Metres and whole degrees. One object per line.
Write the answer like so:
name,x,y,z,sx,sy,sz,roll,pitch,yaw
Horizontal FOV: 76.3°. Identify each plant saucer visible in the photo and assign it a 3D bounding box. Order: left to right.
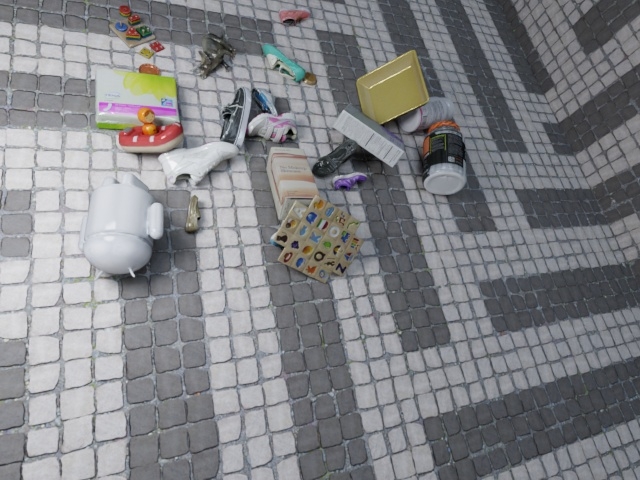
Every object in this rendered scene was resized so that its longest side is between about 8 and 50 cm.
plant saucer,-0.720,-0.709,1.713,0.084,0.013,0.083,10,63,-20
plant saucer,-0.054,-0.815,2.043,0.084,0.015,0.083,9,63,-19
plant saucer,0.366,-0.739,2.054,0.081,0.333,0.332,27,50,-54

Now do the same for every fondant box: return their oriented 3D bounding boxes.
fondant box,0.232,-0.497,1.907,0.331,0.096,0.238,34,27,-7

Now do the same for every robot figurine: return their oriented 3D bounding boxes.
robot figurine,-0.646,-0.042,1.324,0.301,0.199,0.352,-10,66,13

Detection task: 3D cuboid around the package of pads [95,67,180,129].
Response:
package of pads,-0.711,-0.546,1.589,0.297,0.101,0.228,-2,68,-24

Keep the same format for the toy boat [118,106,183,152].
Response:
toy boat,-0.623,-0.411,1.491,0.232,0.151,0.150,0,34,2

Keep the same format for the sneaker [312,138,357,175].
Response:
sneaker,0.062,-0.363,1.850,0.228,0.130,0.087,-41,91,-4

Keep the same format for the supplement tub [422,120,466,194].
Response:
supplement tub,0.613,-0.413,2.025,0.207,0.207,0.337,17,62,-15

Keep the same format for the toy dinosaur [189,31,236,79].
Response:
toy dinosaur,-0.472,-0.866,1.831,0.161,0.121,0.313,16,65,-31

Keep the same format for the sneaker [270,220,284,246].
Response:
sneaker,-0.124,-0.055,1.626,0.092,0.087,0.229,45,50,9

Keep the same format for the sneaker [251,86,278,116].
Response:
sneaker,-0.230,-0.624,1.850,0.083,0.071,0.190,-23,77,-36

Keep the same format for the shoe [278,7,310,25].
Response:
shoe,-0.130,-1.177,2.154,0.178,0.063,0.081,-9,72,-20

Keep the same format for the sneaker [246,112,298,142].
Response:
sneaker,-0.200,-0.484,1.776,0.253,0.103,0.111,-17,73,-28

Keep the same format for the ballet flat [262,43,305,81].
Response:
ballet flat,-0.191,-0.852,1.967,0.248,0.083,0.087,34,72,-3

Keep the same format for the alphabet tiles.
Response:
alphabet tiles,0.000,0.000,1.565,0.343,0.011,0.284,29,92,-27

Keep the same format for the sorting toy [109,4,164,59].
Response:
sorting toy,-0.801,-0.902,1.750,0.274,0.046,0.132,46,58,2

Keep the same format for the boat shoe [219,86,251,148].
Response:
boat shoe,-0.370,-0.534,1.722,0.105,0.113,0.305,17,69,-31

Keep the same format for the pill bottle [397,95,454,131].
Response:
pill bottle,0.559,-0.671,2.148,0.283,0.160,0.160,-18,75,-29

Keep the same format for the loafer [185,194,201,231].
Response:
loafer,-0.469,-0.097,1.513,0.050,0.056,0.147,11,73,-19

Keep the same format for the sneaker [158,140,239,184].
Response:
sneaker,-0.460,-0.297,1.591,0.306,0.114,0.152,-18,86,-23

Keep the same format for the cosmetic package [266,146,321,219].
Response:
cosmetic package,-0.114,-0.230,1.632,0.153,0.129,0.296,-3,51,-21

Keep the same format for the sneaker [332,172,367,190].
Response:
sneaker,0.133,-0.264,1.848,0.170,0.068,0.071,-13,88,-19
